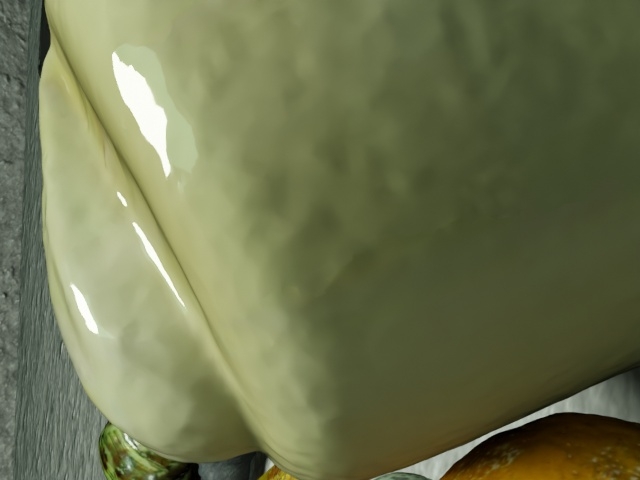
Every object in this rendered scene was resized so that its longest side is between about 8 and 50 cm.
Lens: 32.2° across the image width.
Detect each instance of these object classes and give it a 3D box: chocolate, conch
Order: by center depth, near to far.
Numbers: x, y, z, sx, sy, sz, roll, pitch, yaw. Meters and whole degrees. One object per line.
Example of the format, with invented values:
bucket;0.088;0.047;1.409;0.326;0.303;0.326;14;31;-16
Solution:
chocolate;0.008;-0.057;0.521;0.326;0.297;0.314;-112;5;-50
conch;-0.186;0.208;1.253;0.187;0.124;0.181;173;104;-74

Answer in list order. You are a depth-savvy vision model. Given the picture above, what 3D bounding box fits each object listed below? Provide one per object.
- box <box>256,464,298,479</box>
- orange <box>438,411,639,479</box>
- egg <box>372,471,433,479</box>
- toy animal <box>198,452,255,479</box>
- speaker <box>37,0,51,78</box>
box;-0.047;0.245;1.007;0.156;0.022;0.089;-50;18;54
orange;0.118;0.167;0.492;0.177;0.155;0.178;9;106;32
egg;0.052;0.223;0.683;0.132;0.132;0.172;120;159;-45
toy animal;-0.073;0.162;1.087;0.117;0.121;0.210;-6;97;23
speaker;-0.180;-0.301;1.212;0.184;0.232;0.254;143;128;-58
